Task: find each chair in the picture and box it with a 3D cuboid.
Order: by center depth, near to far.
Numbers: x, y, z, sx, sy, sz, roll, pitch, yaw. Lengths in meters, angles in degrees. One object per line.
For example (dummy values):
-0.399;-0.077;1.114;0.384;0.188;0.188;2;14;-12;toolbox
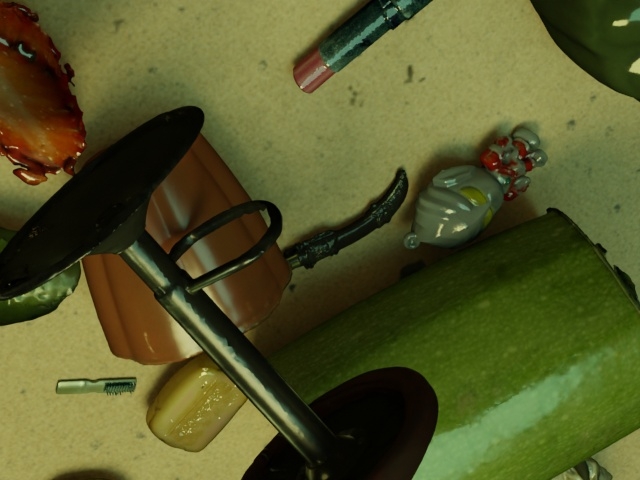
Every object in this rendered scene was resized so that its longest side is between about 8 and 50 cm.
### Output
-0.063;0.109;1.282;0.226;0.226;0.401;-38;109;3;chair

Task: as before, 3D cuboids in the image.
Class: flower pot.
-0.142;-0.003;1.434;0.191;0.190;0.173;-25;116;-6;flower pot

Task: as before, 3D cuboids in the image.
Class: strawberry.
-0.278;-0.136;1.364;0.121;0.082;0.188;-17;136;12;strawberry

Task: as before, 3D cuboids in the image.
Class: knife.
0.003;0.004;1.582;0.222;0.021;0.045;-35;126;-4;knife

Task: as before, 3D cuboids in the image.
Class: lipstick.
0.070;-0.220;1.460;0.234;0.053;0.053;-41;125;7;lipstick

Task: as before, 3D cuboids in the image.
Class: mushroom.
0.277;0.283;1.763;0.099;0.096;0.278;8;162;17;mushroom

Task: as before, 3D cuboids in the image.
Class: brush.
-0.230;0.152;1.584;0.084;0.013;0.016;1;120;-20;brush

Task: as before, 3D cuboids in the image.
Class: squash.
0.145;0.152;1.583;0.384;0.263;0.263;-28;125;-4;squash

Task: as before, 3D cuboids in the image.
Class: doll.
0.158;-0.049;1.584;0.180;0.079;0.094;-38;125;-12;doll

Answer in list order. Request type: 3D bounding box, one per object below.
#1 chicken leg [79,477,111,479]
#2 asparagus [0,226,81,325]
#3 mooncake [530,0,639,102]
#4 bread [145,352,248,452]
-0.289;0.312;1.630;0.198;0.069;0.085;-30;149;5;chicken leg
-0.413;0.022;1.377;0.382;0.108;0.128;7;148;-27;asparagus
0.362;-0.288;1.456;0.351;0.187;0.351;-11;125;-16;mooncake
-0.128;0.163;1.604;0.082;0.056;0.115;27;112;-28;bread
